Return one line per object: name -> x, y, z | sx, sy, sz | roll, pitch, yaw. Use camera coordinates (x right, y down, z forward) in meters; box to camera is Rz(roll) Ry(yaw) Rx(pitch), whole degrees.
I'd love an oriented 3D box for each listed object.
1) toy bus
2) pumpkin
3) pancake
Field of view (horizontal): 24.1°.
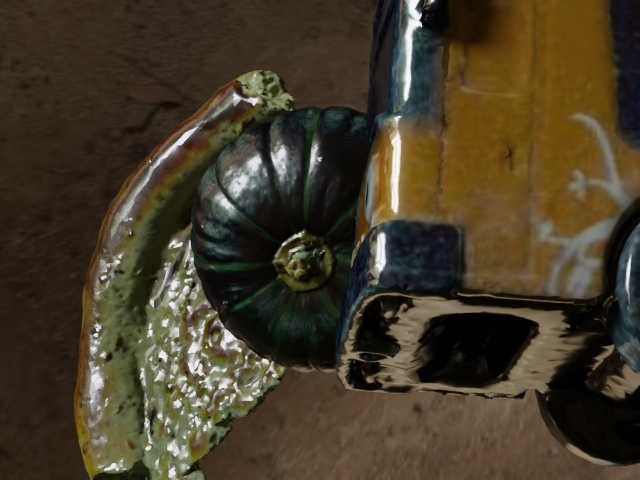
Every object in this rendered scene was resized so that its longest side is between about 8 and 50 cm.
toy bus -> 0.173, -0.024, 0.510 | 0.323, 0.162, 0.194 | 5, 73, 0
pumpkin -> 0.000, 0.000, 1.102 | 0.202, 0.140, 0.202 | 2, 105, 8
pancake -> -0.118, 0.056, 1.431 | 0.305, 0.067, 0.427 | 43, 102, 34
